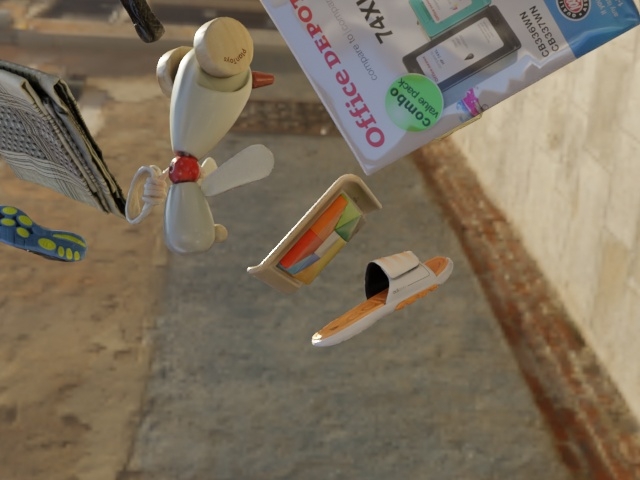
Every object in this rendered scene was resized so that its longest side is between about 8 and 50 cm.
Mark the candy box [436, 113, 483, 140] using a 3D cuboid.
[{"bbox_3d":[0.124,-0.318,1.543,0.087,0.316,0.183,-28,22,37],"label":"candy box"}]

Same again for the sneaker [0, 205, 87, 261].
[{"bbox_3d":[-0.503,-0.003,1.935,0.078,0.188,0.067,-27,45,58],"label":"sneaker"}]

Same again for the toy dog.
[{"bbox_3d":[-0.143,-0.146,1.588,0.220,0.161,0.334,24,102,57],"label":"toy dog"}]

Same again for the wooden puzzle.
[{"bbox_3d":[0.000,0.000,1.886,0.044,0.238,0.221,47,-178,18],"label":"wooden puzzle"}]

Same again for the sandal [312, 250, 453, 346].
[{"bbox_3d":[0.090,0.072,1.692,0.102,0.265,0.076,-5,113,64],"label":"sandal"}]

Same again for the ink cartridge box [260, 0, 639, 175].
[{"bbox_3d":[0.123,-0.221,1.007,0.198,0.270,0.197,58,-158,-7],"label":"ink cartridge box"}]

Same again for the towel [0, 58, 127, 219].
[{"bbox_3d":[-0.486,-0.178,1.870,0.056,0.324,0.312,-49,-41,-27],"label":"towel"}]

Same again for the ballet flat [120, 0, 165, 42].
[{"bbox_3d":[-0.349,-0.458,2.114,0.049,0.057,0.173,-44,-51,-32],"label":"ballet flat"}]
